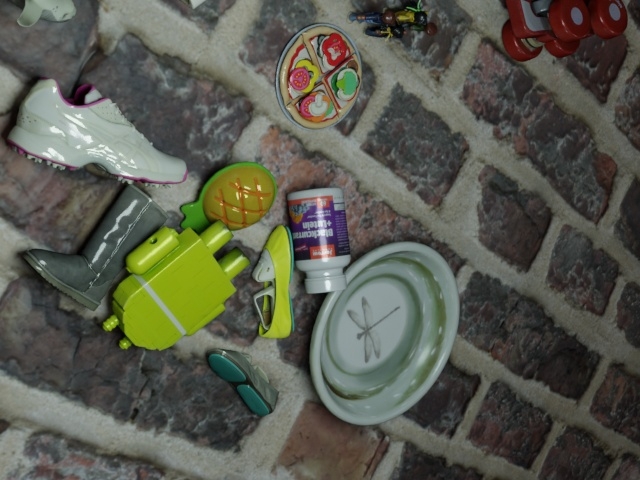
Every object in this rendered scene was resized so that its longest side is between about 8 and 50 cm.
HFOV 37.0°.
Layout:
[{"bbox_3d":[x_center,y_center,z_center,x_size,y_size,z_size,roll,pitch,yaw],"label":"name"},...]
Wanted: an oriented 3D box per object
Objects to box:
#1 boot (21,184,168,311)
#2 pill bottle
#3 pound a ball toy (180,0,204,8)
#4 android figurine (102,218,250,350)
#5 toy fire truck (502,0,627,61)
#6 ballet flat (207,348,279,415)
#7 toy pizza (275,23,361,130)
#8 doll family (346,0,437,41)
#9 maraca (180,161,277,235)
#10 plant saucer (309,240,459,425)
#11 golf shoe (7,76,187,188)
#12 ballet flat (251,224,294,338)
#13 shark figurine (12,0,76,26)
[{"bbox_3d":[-0.365,-0.005,1.571,0.208,0.076,0.189,-51,144,-4],"label":"boot"},{"bbox_3d":[0.000,0.000,1.806,0.108,0.108,0.193,-8,91,-37],"label":"pill bottle"},{"bbox_3d":[-0.102,-0.488,1.546,0.319,0.136,0.208,-38,138,-11],"label":"pound a ball toy"},{"bbox_3d":[-0.253,0.085,1.664,0.273,0.056,0.248,-40,141,-9],"label":"android figurine"},{"bbox_3d":[0.502,-0.532,2.047,0.302,0.169,0.253,-13,88,-36],"label":"toy fire truck"},{"bbox_3d":[-0.148,0.257,1.848,0.213,0.072,0.068,57,41,-37],"label":"ballet flat"},{"bbox_3d":[0.004,-0.303,1.790,0.201,0.032,0.201,-14,113,-35],"label":"toy pizza"},{"bbox_3d":[0.143,-0.414,1.811,0.193,0.111,0.076,-21,117,-31],"label":"doll family"},{"bbox_3d":[-0.163,-0.065,1.700,0.186,0.099,0.127,-37,121,8],"label":"maraca"},{"bbox_3d":[0.119,0.184,2.002,0.400,0.100,0.400,-14,114,-34],"label":"plant saucer"},{"bbox_3d":[-0.334,-0.166,1.519,0.306,0.115,0.140,13,93,-42],"label":"golf shoe"},{"bbox_3d":[-0.092,0.085,1.823,0.077,0.077,0.231,-9,113,-22],"label":"ballet flat"},{"bbox_3d":[-0.454,-0.410,1.352,0.166,0.116,0.278,-67,151,-47],"label":"shark figurine"}]
